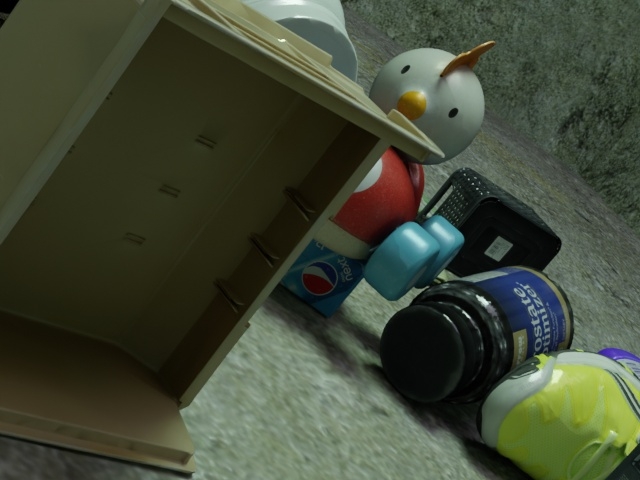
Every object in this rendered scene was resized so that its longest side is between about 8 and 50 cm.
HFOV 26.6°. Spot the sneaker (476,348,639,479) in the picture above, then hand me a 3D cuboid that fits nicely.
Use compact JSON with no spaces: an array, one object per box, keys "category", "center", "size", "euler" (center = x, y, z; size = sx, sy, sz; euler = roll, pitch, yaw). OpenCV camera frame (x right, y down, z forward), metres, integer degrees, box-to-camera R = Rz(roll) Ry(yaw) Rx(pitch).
[{"category":"sneaker","center":[0.316,0.232,1.334],"size":[0.384,0.145,0.147],"euler":[29,17,-29]}]

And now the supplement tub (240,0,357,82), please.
[{"category":"supplement tub","center":[-0.117,-0.268,1.546],"size":[0.241,0.241,0.331],"euler":[24,27,-46]}]

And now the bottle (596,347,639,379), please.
[{"category":"bottle","center":[0.419,0.249,1.641],"size":[0.118,0.092,0.283],"euler":[28,18,-37]}]

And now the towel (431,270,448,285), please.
[{"category":"towel","center":[0.108,0.002,1.751],"size":[0.110,0.027,0.148],"euler":[32,16,-29]}]

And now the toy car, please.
[{"category":"toy car","center":[0.076,-0.105,1.289],"size":[0.219,0.238,0.210],"euler":[42,15,11]}]

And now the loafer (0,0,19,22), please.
[{"category":"loafer","center":[-0.398,-0.350,1.334],"size":[0.366,0.134,0.130],"euler":[36,16,-14]}]

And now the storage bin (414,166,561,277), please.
[{"category":"storage bin","center":[0.235,-0.007,1.900],"size":[0.180,0.122,0.084],"euler":[28,18,-38]}]

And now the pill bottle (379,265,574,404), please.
[{"category":"pill bottle","center":[0.155,0.096,1.352],"size":[0.123,0.123,0.219],"euler":[45,28,22]}]

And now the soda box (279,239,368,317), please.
[{"category":"soda box","center":[0.000,0.000,1.400],"size":[0.071,0.067,0.210],"euler":[36,15,-12]}]

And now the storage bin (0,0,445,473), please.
[{"category":"storage bin","center":[-0.100,-0.013,0.796],"size":[0.260,0.262,0.123],"euler":[24,18,-46]}]

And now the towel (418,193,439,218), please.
[{"category":"towel","center":[0.124,-0.068,2.029],"size":[0.152,0.023,0.113],"euler":[29,19,-42]}]

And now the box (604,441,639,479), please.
[{"category":"box","center":[0.328,0.276,1.141],"size":[0.059,0.183,0.233],"euler":[27,18,-43]}]
